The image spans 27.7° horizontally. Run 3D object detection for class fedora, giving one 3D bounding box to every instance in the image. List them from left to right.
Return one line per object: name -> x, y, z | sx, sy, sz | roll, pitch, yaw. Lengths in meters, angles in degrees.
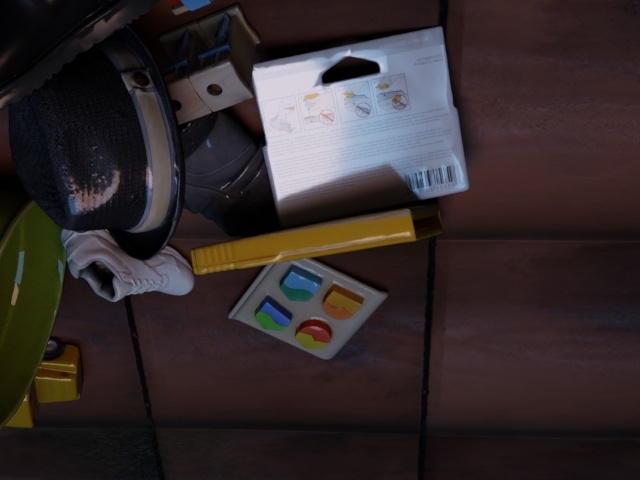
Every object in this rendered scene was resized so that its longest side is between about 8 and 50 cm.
fedora -> -0.310, -0.126, 1.688 | 0.152, 0.334, 0.334 | -12, 144, -33

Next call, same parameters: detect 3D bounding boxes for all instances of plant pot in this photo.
plant pot -> -0.607, 0.067, 1.921 | 0.352, 0.366, 0.367 | 14, 135, 5

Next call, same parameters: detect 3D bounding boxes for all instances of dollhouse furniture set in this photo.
dollhouse furniture set -> -0.182, -0.270, 1.683 | 0.128, 0.129, 0.184 | -18, 132, 20

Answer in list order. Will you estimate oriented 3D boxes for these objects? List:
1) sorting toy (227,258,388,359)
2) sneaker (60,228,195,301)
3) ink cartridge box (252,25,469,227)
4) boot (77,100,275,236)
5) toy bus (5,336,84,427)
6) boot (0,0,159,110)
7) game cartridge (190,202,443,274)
sorting toy -> -0.022, 0.111, 2.117 | 0.208, 0.038, 0.193 | 23, 132, -19
sneaker -> -0.300, 0.056, 2.014 | 0.232, 0.115, 0.090 | 20, 134, -29
ink cartridge box -> 0.053, -0.160, 1.799 | 0.275, 0.060, 0.239 | -11, 109, 0
boot -> -0.206, -0.063, 1.908 | 0.338, 0.118, 0.222 | -29, 132, 33
toy bus -> -0.580, 0.239, 2.211 | 0.332, 0.130, 0.108 | 4, 135, -1
boot -> -0.381, -0.325, 1.532 | 0.348, 0.131, 0.260 | -36, 128, -10
game cartridge -> 0.000, 0.000, 1.867 | 0.323, 0.285, 0.053 | -12, 90, 14
